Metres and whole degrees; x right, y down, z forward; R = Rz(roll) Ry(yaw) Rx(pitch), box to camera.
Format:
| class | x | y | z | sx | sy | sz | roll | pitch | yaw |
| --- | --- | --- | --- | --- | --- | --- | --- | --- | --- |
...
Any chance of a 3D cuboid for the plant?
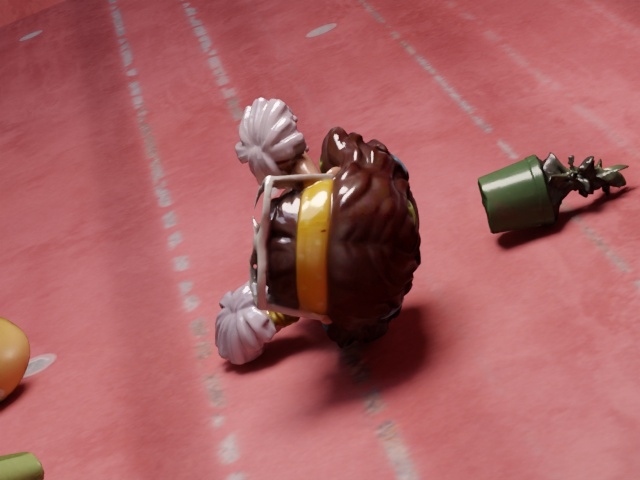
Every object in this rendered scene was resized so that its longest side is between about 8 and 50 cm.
| class | x | y | z | sx | sy | sz | roll | pitch | yaw |
| --- | --- | --- | --- | --- | --- | --- | --- | --- | --- |
| plant | 0.158 | -0.036 | 1.313 | 0.102 | 0.051 | 0.051 | -16 | 18 | -1 |

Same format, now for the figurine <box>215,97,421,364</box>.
| class | x | y | z | sx | sy | sz | roll | pitch | yaw |
| --- | --- | --- | --- | --- | --- | --- | --- | --- | --- |
| figurine | 0.001 | 0.000 | 1.262 | 0.115 | 0.175 | 0.240 | 6 | 1 | -10 |

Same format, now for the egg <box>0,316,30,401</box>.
| class | x | y | z | sx | sy | sz | roll | pitch | yaw |
| --- | --- | --- | --- | --- | --- | --- | --- | --- | --- |
| egg | -0.247 | 0.087 | 1.398 | 0.083 | 0.071 | 0.071 | -12 | 17 | -9 |

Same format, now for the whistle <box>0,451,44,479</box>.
| class | x | y | z | sx | sy | sz | roll | pitch | yaw |
| --- | --- | --- | --- | --- | --- | --- | --- | --- | --- |
| whistle | -0.318 | 0.162 | 1.168 | 0.294 | 0.141 | 0.141 | -29 | 19 | -22 |
